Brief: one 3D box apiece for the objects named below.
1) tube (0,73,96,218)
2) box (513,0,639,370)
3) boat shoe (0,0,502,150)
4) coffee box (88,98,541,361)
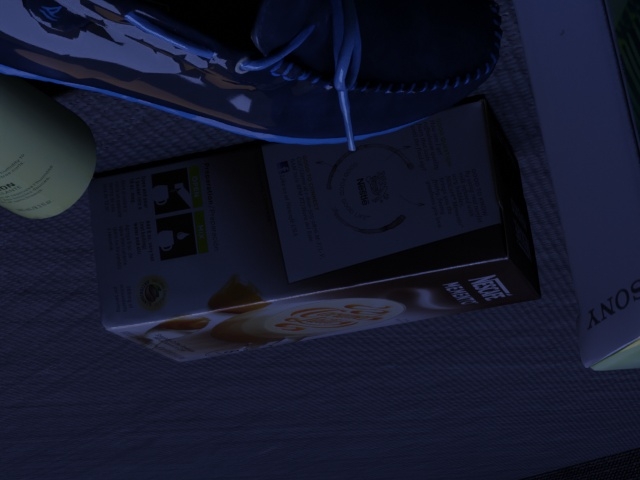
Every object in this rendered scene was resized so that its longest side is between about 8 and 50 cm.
[{"bbox_3d":[-0.185,-0.068,0.769,0.070,0.062,0.240,-50,154,1],"label":"tube"},{"bbox_3d":[0.216,-0.081,0.569,0.322,0.232,0.058,-3,161,-20],"label":"box"},{"bbox_3d":[-0.030,-0.091,0.662,0.258,0.109,0.089,-2,161,-30],"label":"boat shoe"},{"bbox_3d":[0.000,0.000,1.044,0.247,0.098,0.141,-11,166,13],"label":"coffee box"}]
